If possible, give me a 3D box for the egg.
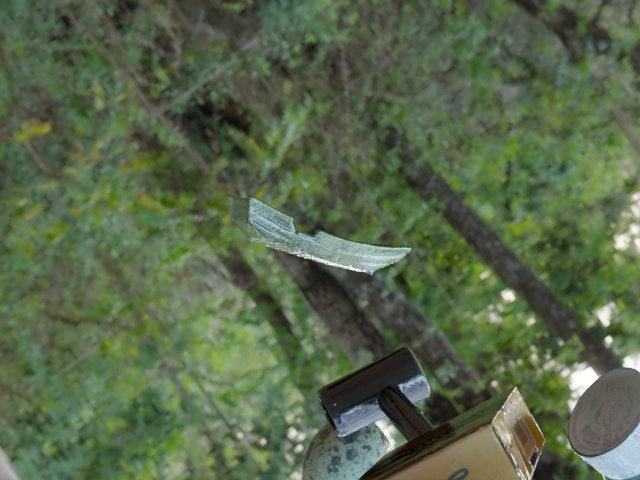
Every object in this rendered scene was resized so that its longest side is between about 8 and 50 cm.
[{"bbox_3d":[0.038,0.343,1.801,0.132,0.132,0.172,-31,-152,54],"label":"egg"}]

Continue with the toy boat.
[{"bbox_3d":[0.000,0.000,1.647,0.093,0.293,0.055,8,-97,53],"label":"toy boat"}]

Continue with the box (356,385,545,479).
[{"bbox_3d":[0.112,0.203,1.070,0.152,0.070,0.237,-30,172,13],"label":"box"}]

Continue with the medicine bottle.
[{"bbox_3d":[0.411,0.257,1.426,0.139,0.225,0.139,-44,-157,24],"label":"medicine bottle"}]

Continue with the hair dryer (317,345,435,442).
[{"bbox_3d":[0.086,0.211,1.401,0.128,0.070,0.255,-24,-160,-8],"label":"hair dryer"}]
